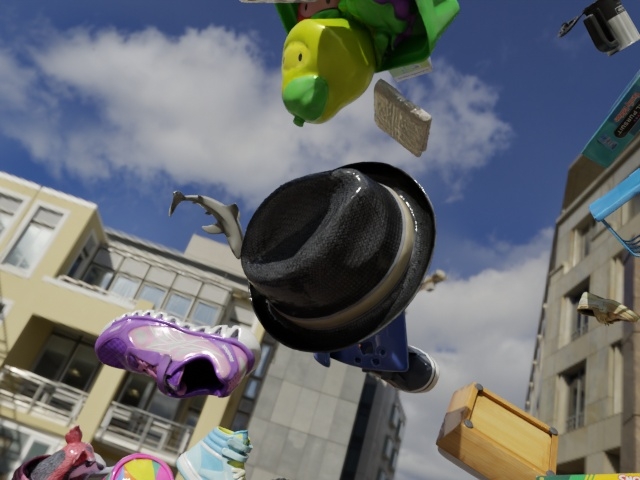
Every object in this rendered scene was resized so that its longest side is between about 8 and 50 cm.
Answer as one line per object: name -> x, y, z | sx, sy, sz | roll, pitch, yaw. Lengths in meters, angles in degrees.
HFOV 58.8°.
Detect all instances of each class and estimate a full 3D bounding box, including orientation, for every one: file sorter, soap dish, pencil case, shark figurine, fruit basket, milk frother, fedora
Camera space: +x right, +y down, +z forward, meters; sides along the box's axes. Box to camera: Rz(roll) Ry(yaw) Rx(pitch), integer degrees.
file sorter -> 0.564, -0.050, 1.005 | 0.118, 0.170, 0.104 | -43, -98, 22
soap dish -> 0.450, 0.500, 1.412 | 0.291, 0.229, 0.118 | 30, -60, 13
pencil case -> -0.293, 0.398, 0.834 | 0.104, 0.104, 0.236 | 27, -49, -13
shark figurine -> -0.305, -0.091, 1.683 | 0.278, 0.166, 0.116 | 38, -42, -21
fruit basket -> 0.033, -0.402, 1.077 | 0.392, 0.392, 0.283 | -7, -63, 37
milk frother -> 0.684, -0.513, 1.406 | 0.134, 0.129, 0.143 | 60, -10, -2
fedora -> 0.000, 0.000, 0.852 | 0.334, 0.334, 0.152 | -1, -21, 30

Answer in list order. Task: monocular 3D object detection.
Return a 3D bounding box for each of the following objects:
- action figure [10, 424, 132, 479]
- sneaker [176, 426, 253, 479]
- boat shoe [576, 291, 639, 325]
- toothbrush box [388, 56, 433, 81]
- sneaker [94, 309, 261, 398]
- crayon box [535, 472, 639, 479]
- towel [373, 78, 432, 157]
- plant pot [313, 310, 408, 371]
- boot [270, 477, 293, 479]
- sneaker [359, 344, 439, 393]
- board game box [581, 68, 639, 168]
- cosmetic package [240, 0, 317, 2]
action figure -> -0.452, 0.436, 0.875 | 0.276, 0.370, 0.248 | 22, 9, -11
sneaker -> -0.233, 0.660, 1.592 | 0.319, 0.208, 0.127 | 41, -9, 16
boat shoe -> 0.527, 0.134, 1.046 | 0.050, 0.045, 0.135 | 34, -1, -12
toothbrush box -> 0.219, -0.595, 1.594 | 0.122, 0.206, 0.283 | -12, -6, 18
sneaker -> -0.206, 0.165, 0.780 | 0.236, 0.104, 0.095 | 5, -61, 8
crayon box -> 0.569, 0.546, 0.931 | 0.363, 0.313, 0.106 | -9, -59, 16
towel -> 0.237, -0.349, 1.644 | 0.187, 0.049, 0.282 | 39, -5, 11
plant pot -> 0.086, 0.188, 1.343 | 0.212, 0.236, 0.236 | -3, -7, 1
boot -> -0.058, 0.460, 0.785 | 0.131, 0.260, 0.348 | 40, -2, 27
sneaker -> 0.172, 0.321, 1.552 | 0.127, 0.126, 0.321 | 29, -9, -35
board game box -> 0.775, -0.364, 1.333 | 0.079, 0.254, 0.336 | 35, -34, 14
cosmetic package -> -0.040, -0.536, 0.764 | 0.155, 0.365, 0.197 | 14, -11, 32
